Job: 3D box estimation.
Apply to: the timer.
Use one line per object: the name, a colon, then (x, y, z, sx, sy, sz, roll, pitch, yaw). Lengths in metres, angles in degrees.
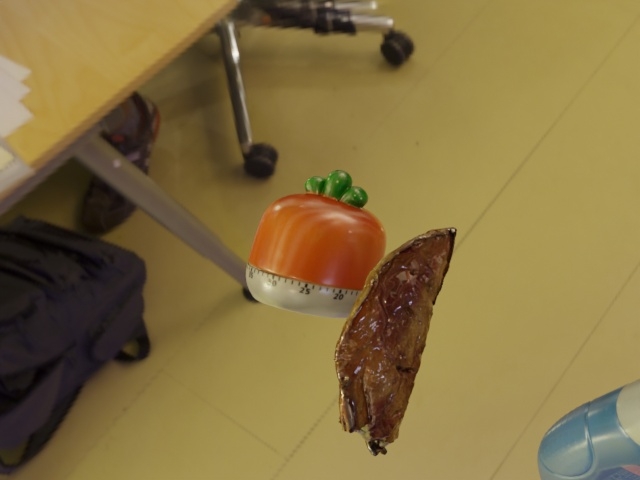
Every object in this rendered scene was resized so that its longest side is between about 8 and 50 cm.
timer: (0.000, 0.000, 0.875, 0.099, 0.136, 0.136, 10, 57, 32)

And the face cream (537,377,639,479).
face cream: (0.284, 0.174, 0.886, 0.149, 0.264, 0.083, 11, 62, -8)

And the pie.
pie: (0.047, 0.070, 0.706, 0.034, 0.092, 0.169, 20, 101, 43)
